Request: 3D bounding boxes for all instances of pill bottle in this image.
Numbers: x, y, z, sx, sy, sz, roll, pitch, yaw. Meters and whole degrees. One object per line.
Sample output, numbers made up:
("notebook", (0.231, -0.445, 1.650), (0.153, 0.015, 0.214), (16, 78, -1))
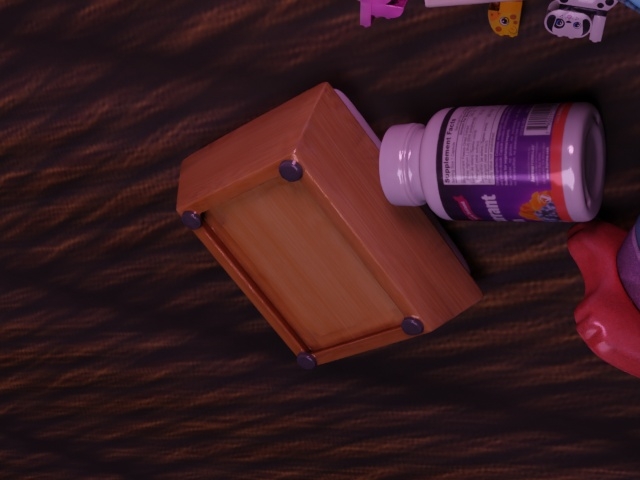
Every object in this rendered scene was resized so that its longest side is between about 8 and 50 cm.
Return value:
("pill bottle", (0.157, -0.071, 0.936), (0.193, 0.108, 0.108), (2, 127, 29))

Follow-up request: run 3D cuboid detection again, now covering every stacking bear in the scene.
("stacking bear", (0.362, -0.021, 0.835), (0.164, 0.175, 0.289), (27, 128, -13))

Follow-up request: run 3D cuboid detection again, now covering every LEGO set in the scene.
("LEGO set", (0.137, -0.209, 0.852), (0.227, 0.087, 0.093), (12, 135, 13))

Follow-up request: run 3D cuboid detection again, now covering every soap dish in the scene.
("soap dish", (0.000, 0.000, 1.079), (0.229, 0.118, 0.291), (-22, 115, 40))

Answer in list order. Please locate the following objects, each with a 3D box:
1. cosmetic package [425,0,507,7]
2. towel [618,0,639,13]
("cosmetic package", (0.228, -0.248, 0.680), (0.309, 0.160, 0.113), (2, 126, 25))
("towel", (0.202, -0.286, 0.504), (0.271, 0.040, 0.370), (33, 139, 2))
